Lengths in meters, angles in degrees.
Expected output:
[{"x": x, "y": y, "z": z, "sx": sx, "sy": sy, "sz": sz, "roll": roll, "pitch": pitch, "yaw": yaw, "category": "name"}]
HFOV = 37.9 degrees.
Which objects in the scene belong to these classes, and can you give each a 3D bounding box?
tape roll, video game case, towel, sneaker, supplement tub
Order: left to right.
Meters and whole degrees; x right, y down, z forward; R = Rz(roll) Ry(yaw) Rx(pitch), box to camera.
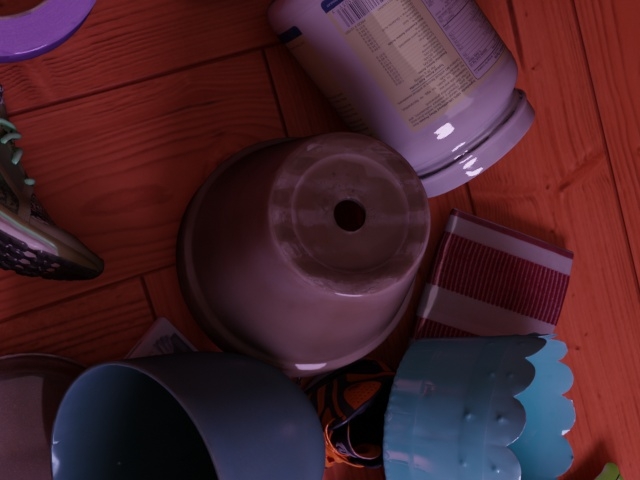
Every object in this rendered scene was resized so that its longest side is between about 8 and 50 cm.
[{"x": -0.410, "y": -0.106, "z": 1.126, "sx": 0.410, "sy": 0.158, "sz": 0.182, "roll": 41, "pitch": 64, "yaw": -21, "category": "sneaker"}, {"x": -0.399, "y": -0.356, "z": 1.129, "sx": 0.275, "sy": 0.090, "sz": 0.274, "roll": -1, "pitch": 93, "yaw": -18, "category": "tape roll"}, {"x": -0.201, "y": 0.227, "z": 1.234, "sx": 0.190, "sy": 0.022, "sz": 0.173, "roll": 49, "pitch": 63, "yaw": -23, "category": "video game case"}, {"x": -0.014, "y": 0.276, "z": 1.252, "sx": 0.321, "sy": 0.180, "sz": 0.124, "roll": -42, "pitch": 106, "yaw": -12, "category": "sneaker"}, {"x": 0.110, "y": -0.241, "z": 1.228, "sx": 0.235, "sy": 0.235, "sz": 0.325, "roll": -42, "pitch": 105, "yaw": -11, "category": "supplement tub"}, {"x": 0.240, "y": 0.141, "z": 1.395, "sx": 0.237, "sy": 0.037, "sz": 0.329, "roll": 19, "pitch": 87, "yaw": -23, "category": "towel"}]

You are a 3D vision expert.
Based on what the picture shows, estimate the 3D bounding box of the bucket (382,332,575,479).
[{"x": 0.212, "y": 0.252, "z": 1.218, "sx": 0.281, "sy": 0.183, "sz": 0.281, "roll": -8, "pitch": 100, "yaw": -61, "category": "bucket"}]

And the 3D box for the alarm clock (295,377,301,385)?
[{"x": -0.005, "y": 0.100, "z": 1.308, "sx": 0.129, "sy": 0.064, "sz": 0.192, "roll": 42, "pitch": 78, "yaw": -16, "category": "alarm clock"}]

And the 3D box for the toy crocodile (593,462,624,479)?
[{"x": 0.374, "y": 0.496, "z": 1.444, "sx": 0.340, "sy": 0.105, "sz": 0.115, "roll": -60, "pitch": 149, "yaw": -7, "category": "toy crocodile"}]

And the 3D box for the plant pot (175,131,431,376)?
[{"x": 0.000, "y": 0.000, "z": 1.146, "sx": 0.323, "sy": 0.280, "sz": 0.323, "roll": 3, "pitch": 78, "yaw": -15, "category": "plant pot"}]

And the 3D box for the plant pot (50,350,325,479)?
[{"x": -0.134, "y": 0.262, "z": 1.104, "sx": 0.235, "sy": 0.293, "sz": 0.293, "roll": -10, "pitch": 98, "yaw": -51, "category": "plant pot"}]

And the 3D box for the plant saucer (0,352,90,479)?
[{"x": -0.380, "y": 0.294, "z": 1.202, "sx": 0.311, "sy": 0.050, "sz": 0.310, "roll": -2, "pitch": 95, "yaw": -19, "category": "plant saucer"}]
